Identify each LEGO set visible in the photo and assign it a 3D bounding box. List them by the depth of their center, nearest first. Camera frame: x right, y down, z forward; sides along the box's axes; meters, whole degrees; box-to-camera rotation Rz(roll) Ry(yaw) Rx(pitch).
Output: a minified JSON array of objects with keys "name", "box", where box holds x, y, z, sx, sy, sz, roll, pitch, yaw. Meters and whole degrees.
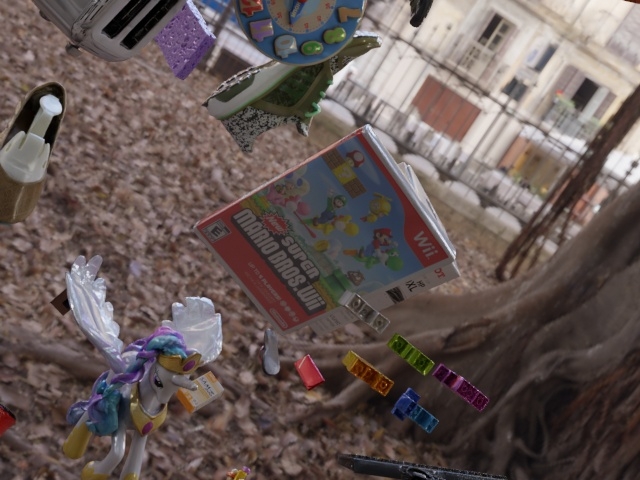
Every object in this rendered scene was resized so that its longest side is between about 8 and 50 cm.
[{"name":"LEGO set","box":[0.084,0.154,0.897,0.227,0.087,0.093,40,-6,-18]}]

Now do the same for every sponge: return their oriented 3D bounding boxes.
[{"name":"sponge","box":[-0.305,-0.453,1.571,0.031,0.117,0.210,15,35,-50]}]

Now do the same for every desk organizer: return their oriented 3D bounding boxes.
[{"name":"desk organizer","box":[-0.650,0.147,1.903,0.050,0.130,0.047,49,45,-10]}]

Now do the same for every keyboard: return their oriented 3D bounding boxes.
[{"name":"keyboard","box":[0.196,0.400,1.251,0.317,0.033,0.201,12,-10,-16]}]

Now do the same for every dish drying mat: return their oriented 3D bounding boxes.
[{"name":"dish drying mat","box":[-0.020,0.223,1.236,0.008,0.032,0.083,65,-7,-27]}]

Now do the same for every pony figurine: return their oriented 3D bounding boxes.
[{"name":"pony figurine","box":[-0.316,0.232,1.259,0.302,0.363,0.351,17,26,-32]}]

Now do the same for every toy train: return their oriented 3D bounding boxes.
[{"name":"toy train","box":[-0.202,0.532,1.521,0.046,0.166,0.125,32,36,1]}]

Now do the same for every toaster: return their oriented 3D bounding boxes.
[{"name":"toaster","box":[-0.266,-0.344,0.952,0.146,0.227,0.129,51,9,17]}]

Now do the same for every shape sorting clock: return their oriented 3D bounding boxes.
[{"name":"shape sorting clock","box":[-0.028,-0.363,1.081,0.206,0.206,0.040,27,12,-23]}]

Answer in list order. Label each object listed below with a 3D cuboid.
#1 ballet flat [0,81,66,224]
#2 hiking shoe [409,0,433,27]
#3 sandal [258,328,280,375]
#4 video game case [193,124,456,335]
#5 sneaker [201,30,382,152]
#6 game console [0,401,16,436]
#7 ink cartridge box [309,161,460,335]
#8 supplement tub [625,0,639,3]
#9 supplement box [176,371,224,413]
[{"name":"ballet flat","box":[-0.546,-0.186,1.382,0.116,0.124,0.342,30,40,-26]},{"name":"hiking shoe","box":[0.231,-0.652,1.858,0.114,0.227,0.086,8,-8,-5]},{"name":"sandal","box":[-0.150,0.325,2.083,0.067,0.040,0.179,50,19,-26]},{"name":"video game case","box":[0.000,0.000,0.941,0.204,0.285,0.025,53,30,-19]},{"name":"sneaker","box":[-0.044,-0.324,1.596,0.158,0.410,0.182,-105,169,-66]},{"name":"game console","box":[-0.692,0.172,1.174,0.342,0.060,0.386,12,-36,38]},{"name":"ink cartridge box","box":[0.095,0.029,1.752,0.285,0.395,0.166,52,19,-42]},{"name":"supplement tub","box":[0.354,-0.411,0.680,0.207,0.338,0.207,3,41,-3]},{"name":"supplement box","box":[-0.295,0.373,1.795,0.098,0.036,0.062,-26,66,-42]}]
